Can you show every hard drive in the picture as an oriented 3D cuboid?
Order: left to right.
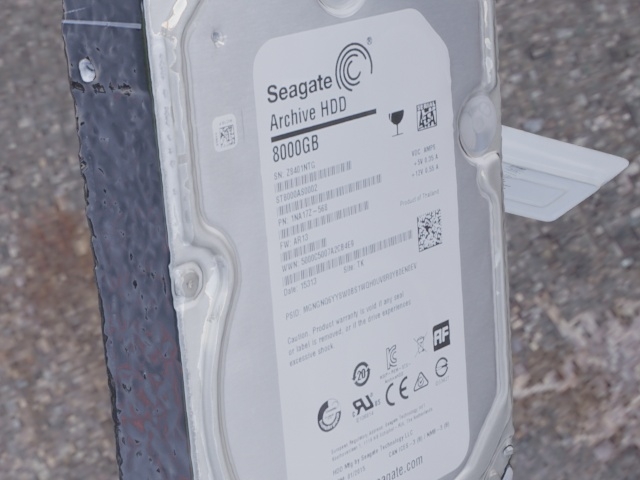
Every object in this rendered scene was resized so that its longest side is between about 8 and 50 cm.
[{"bbox_3d":[0.000,0.000,0.719,0.064,0.237,0.338,9,110,42],"label":"hard drive"}]

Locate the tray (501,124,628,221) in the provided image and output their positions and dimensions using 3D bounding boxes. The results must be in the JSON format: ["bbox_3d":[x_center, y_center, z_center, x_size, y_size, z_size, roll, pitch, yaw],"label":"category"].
[{"bbox_3d":[0.195,-0.072,1.647,0.145,0.270,0.030,-41,46,48],"label":"tray"}]
